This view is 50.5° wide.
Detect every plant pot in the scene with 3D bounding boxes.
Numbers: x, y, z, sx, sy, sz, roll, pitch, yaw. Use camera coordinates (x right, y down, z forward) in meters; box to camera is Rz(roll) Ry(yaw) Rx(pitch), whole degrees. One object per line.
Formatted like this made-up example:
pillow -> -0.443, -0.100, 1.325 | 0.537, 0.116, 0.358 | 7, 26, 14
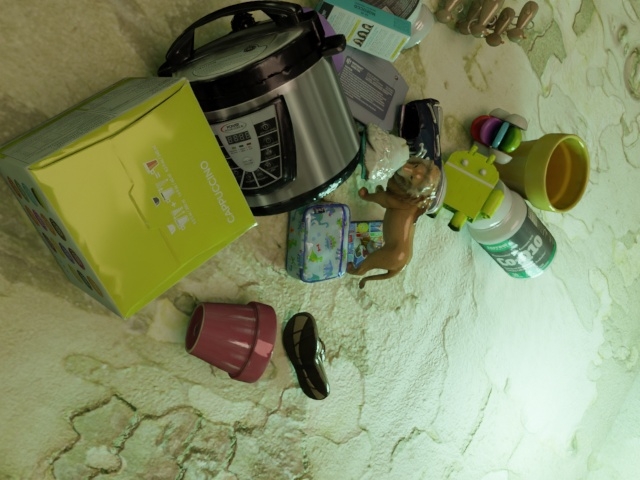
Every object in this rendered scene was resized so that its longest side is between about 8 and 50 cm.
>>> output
plant pot -> 0.717, -0.231, 2.248 | 0.254, 0.239, 0.254 | -9, 105, -35
plant pot -> -0.228, 0.236, 1.682 | 0.180, 0.201, 0.201 | 19, 88, -23

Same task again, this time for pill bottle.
pill bottle -> 0.613, -0.039, 2.235 | 0.361, 0.204, 0.204 | 39, 76, -35
pill bottle -> 0.168, -0.644, 1.790 | 0.278, 0.162, 0.162 | 36, 78, -37

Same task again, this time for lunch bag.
lunch bag -> 0.000, 0.000, 1.856 | 0.176, 0.090, 0.218 | -4, 104, -39

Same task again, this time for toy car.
toy car -> 0.545, -0.340, 2.136 | 0.136, 0.182, 0.159 | 19, 103, -34

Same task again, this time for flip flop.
flip flop -> -0.026, 0.320, 1.906 | 0.080, 0.112, 0.277 | -44, 124, -52

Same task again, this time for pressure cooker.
pressure cooker -> -0.136, -0.309, 1.505 | 0.370, 0.375, 0.420 | -36, 123, -23

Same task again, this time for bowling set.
bowling set -> 0.500, -0.647, 2.039 | 0.154, 0.287, 0.200 | -61, 161, -2

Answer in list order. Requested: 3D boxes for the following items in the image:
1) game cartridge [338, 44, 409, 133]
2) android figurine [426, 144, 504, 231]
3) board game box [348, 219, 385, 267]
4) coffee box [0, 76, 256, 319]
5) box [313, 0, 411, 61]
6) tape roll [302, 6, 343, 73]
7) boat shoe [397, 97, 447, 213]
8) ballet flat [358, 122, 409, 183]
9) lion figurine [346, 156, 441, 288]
game cartridge -> 0.114, -0.428, 1.869 | 0.294, 0.060, 0.196 | 26, 88, -38
android figurine -> 0.438, -0.167, 2.082 | 0.273, 0.248, 0.056 | -55, 167, -11
board game box -> 0.137, 0.010, 1.993 | 0.201, 0.035, 0.136 | -3, 101, -36
coffee box -> -0.397, -0.104, 1.375 | 0.338, 0.334, 0.337 | -37, 120, -25
box -> 0.102, -0.551, 1.740 | 0.244, 0.100, 0.060 | 17, 55, -16
tape roll -> -0.039, -0.464, 1.656 | 0.080, 0.189, 0.189 | -41, 121, -26
boat shoe -> 0.282, -0.244, 1.969 | 0.158, 0.127, 0.340 | -11, 99, -57
ballet flat -> 0.159, -0.235, 1.739 | 0.147, 0.409, 0.147 | 0, 104, 0
lion figurine -> 0.207, -0.036, 1.855 | 0.142, 0.240, 0.392 | -4, 102, -44
